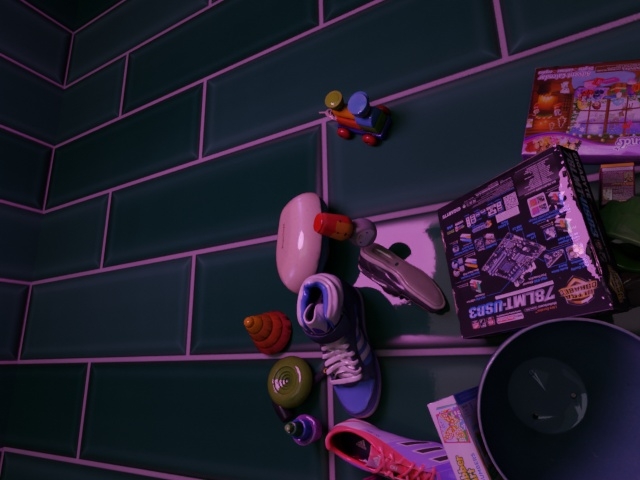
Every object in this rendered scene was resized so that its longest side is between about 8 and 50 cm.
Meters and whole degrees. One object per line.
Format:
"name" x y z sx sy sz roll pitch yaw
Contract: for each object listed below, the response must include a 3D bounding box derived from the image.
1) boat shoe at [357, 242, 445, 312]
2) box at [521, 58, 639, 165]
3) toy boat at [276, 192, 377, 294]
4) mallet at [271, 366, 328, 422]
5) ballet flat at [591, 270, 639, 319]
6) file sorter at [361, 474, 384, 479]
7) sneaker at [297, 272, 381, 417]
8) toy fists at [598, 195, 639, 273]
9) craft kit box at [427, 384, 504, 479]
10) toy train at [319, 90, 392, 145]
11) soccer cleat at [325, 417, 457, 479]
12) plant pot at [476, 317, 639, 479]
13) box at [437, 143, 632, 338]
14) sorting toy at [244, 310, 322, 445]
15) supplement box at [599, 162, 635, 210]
"boat shoe" 0.185 0.095 0.980 0.233 0.084 0.079 36 130 26
"box" 0.578 -0.255 0.838 0.293 0.057 0.201 8 82 32
"toy boat" 0.000 0.000 1.039 0.318 0.148 0.268 -21 61 60
"mallet" -0.039 0.385 1.049 0.189 0.039 0.062 -37 60 13
"ballet flat" 0.495 0.112 0.793 0.249 0.084 0.058 -28 20 26
"file sorter" 0.008 0.646 0.854 0.290 0.202 0.182 -34 66 19
"sneaker" 0.026 0.232 0.929 0.130 0.236 0.323 -16 69 26
"toy fists" 0.610 0.019 0.701 0.279 0.096 0.142 31 60 32
"craft kit box" 0.292 0.386 0.724 0.060 0.249 0.247 -33 62 21
"toy train" 0.055 -0.348 1.122 0.247 0.143 0.105 24 89 33
"soccer cleat" 0.159 0.454 0.861 0.318 0.116 0.109 7 81 32
"plant pot" 0.405 0.276 0.700 0.289 0.195 0.291 -2 80 14
"box" 0.373 0.020 0.799 0.295 0.073 0.294 -34 56 52
"sorting toy" -0.111 0.316 1.027 0.127 0.126 0.366 -35 53 9
"supplement box" 0.572 -0.103 0.809 0.054 0.043 0.084 2 77 29
